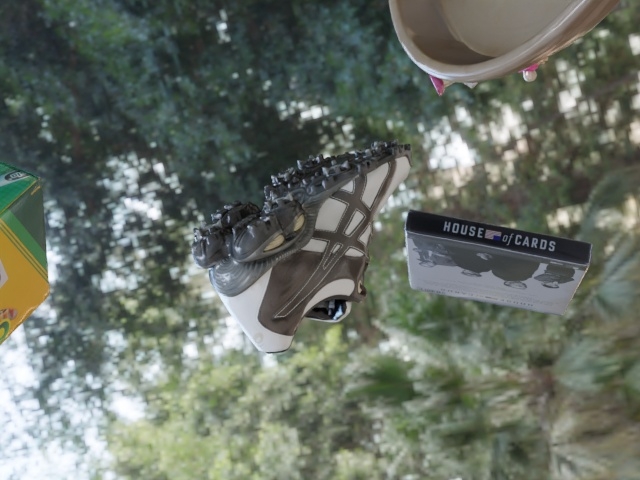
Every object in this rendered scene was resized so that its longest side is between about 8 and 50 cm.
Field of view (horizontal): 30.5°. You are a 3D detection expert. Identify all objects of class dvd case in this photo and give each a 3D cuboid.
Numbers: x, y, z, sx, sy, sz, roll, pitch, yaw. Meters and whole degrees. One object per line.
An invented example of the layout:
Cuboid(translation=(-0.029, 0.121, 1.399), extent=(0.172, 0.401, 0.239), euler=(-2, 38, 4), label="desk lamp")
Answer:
Cuboid(translation=(0.179, 0.028, 1.228), extent=(0.238, 0.179, 0.029), euler=(70, -148, -74), label="dvd case")

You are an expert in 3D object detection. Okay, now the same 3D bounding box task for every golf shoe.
Cuboid(translation=(0.000, 0.000, 0.739), extent=(0.198, 0.077, 0.093), euler=(-34, -70, -45), label="golf shoe")

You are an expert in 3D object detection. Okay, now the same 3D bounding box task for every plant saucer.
Cuboid(translation=(0.133, -0.223, 0.703), extent=(0.041, 0.278, 0.277), euler=(15, -122, -28), label="plant saucer")

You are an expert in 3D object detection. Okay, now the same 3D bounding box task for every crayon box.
Cuboid(translation=(-0.376, 0.062, 1.127), extent=(0.278, 0.081, 0.165), euler=(-53, -21, -44), label="crayon box")

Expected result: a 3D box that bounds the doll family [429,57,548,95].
Cuboid(translation=(0.137, -0.275, 1.129), extent=(0.262, 0.163, 0.118), euler=(65, -172, 16), label="doll family")
